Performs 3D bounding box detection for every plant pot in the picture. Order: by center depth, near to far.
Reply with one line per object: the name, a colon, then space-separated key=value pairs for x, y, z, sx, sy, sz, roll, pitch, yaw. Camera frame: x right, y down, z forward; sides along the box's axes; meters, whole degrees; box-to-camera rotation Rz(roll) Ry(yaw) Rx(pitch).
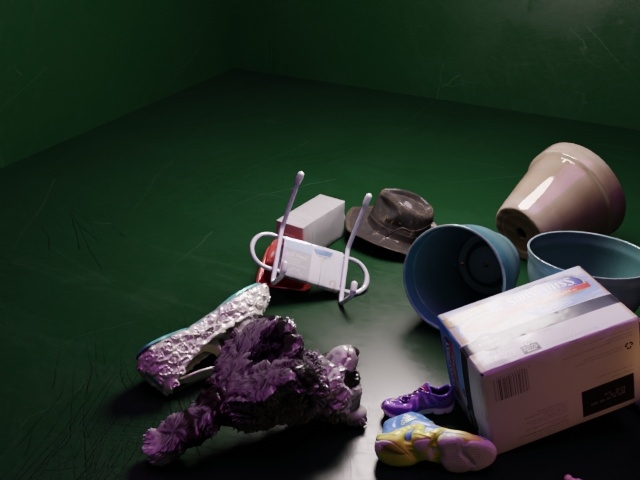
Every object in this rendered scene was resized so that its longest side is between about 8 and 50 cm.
plant pot: x=0.634 y=0.119 z=1.922 sx=0.293 sy=0.196 sz=0.293 roll=2 pitch=22 yaw=-1
plant pot: x=0.391 y=0.081 z=2.072 sx=0.271 sy=0.272 sz=0.255 roll=18 pitch=16 yaw=30
plant pot: x=0.687 y=-0.085 z=2.385 sx=0.280 sy=0.323 sz=0.323 roll=-34 pitch=40 yaw=-23

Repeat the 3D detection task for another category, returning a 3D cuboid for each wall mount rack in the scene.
wall mount rack: x=0.000 y=0.000 z=2.139 sx=0.350 sy=0.130 sz=0.304 roll=17 pitch=62 yaw=-17

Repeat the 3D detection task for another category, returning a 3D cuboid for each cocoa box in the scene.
cocoa box: x=0.456 y=0.245 z=1.682 sx=0.347 sy=0.231 sz=0.228 roll=-19 pitch=30 yaw=-7

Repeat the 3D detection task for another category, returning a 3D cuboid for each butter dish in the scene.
butter dish: x=-0.092 y=0.046 z=2.220 sx=0.160 sy=0.118 sz=0.160 roll=7 pitch=45 yaw=10

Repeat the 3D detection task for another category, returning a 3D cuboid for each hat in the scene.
hat: x=0.244 y=-0.079 z=2.455 sx=0.331 sy=0.134 sz=0.331 roll=8 pitch=29 yaw=-4

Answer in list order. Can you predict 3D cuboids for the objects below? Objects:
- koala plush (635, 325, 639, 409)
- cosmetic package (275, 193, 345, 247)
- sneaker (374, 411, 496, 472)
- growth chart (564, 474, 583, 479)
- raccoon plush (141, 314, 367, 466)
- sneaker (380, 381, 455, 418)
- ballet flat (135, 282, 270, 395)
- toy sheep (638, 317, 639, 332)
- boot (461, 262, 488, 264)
koala plush: x=0.743 y=0.261 z=1.744 sx=0.203 sy=0.221 sz=0.196 roll=-14 pitch=30 yaw=-28
cosmetic package: x=-0.027 y=-0.038 z=2.406 sx=0.107 sy=0.127 sz=0.238 roll=17 pitch=29 yaw=26
sneaker: x=0.230 y=0.392 z=1.612 sx=0.240 sy=0.091 sz=0.126 roll=3 pitch=26 yaw=6
growth chart: x=0.500 y=0.521 z=1.448 sx=0.172 sy=0.021 sz=0.237 roll=10 pitch=28 yaw=19
raccoon plush: x=-0.117 y=0.345 z=1.677 sx=0.446 sy=0.299 sz=0.216 roll=-29 pitch=43 yaw=9
sneaker: x=0.210 y=0.340 z=1.734 sx=0.170 sy=0.071 sz=0.068 roll=-8 pitch=28 yaw=-16
ballet flat: x=-0.247 y=0.241 z=1.884 sx=0.147 sy=0.147 sz=0.409 roll=23 pitch=37 yaw=36
toy sheep: x=0.815 y=0.225 z=1.965 sx=0.132 sy=0.091 sz=0.091 roll=15 pitch=30 yaw=25
boot: x=0.434 y=0.043 z=2.371 sx=0.114 sy=0.037 sz=0.106 roll=-2 pitch=25 yaw=4
